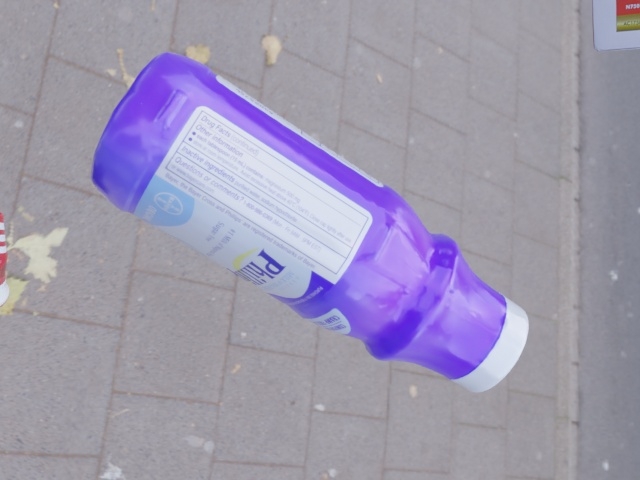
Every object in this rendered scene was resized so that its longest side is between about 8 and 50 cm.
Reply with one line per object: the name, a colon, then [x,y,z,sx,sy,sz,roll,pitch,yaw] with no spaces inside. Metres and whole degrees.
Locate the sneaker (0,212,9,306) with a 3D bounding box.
sneaker: [-0.362,0.014,0.582,0.221,0.087,0.128,-24,131,-56]

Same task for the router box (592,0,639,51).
router box: [0.300,-0.254,0.323,0.082,0.335,0.301,-28,117,-44]

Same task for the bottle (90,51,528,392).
bottle: [0.000,0.000,0.447,0.282,0.118,0.092,32,73,-12]
